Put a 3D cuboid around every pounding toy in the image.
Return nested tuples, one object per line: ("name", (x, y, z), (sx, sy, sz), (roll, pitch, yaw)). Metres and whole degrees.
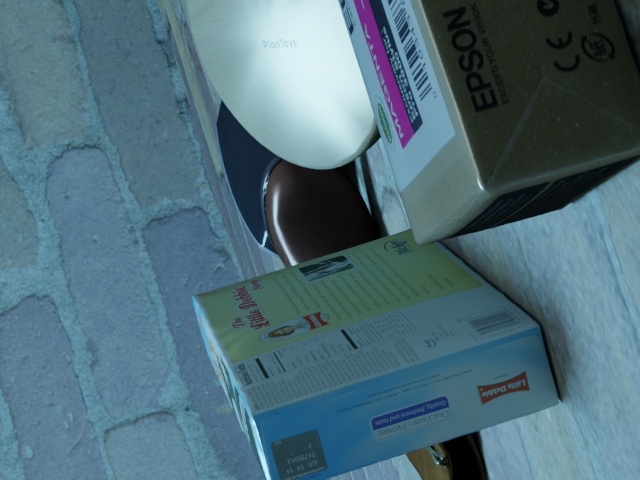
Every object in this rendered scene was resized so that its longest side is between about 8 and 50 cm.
("pounding toy", (0.030, -0.139, 1.165), (0.237, 0.110, 0.183), (33, 137, 32))

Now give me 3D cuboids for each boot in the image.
("boot", (0.040, 0.075, 1.510), (0.280, 0.096, 0.264), (-124, 19, -65))

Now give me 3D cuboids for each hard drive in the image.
("hard drive", (-0.048, -0.106, 1.731), (0.255, 0.054, 0.172), (-112, 30, -54))

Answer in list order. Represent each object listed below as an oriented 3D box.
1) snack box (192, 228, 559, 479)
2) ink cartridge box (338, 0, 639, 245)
("snack box", (0.024, 0.071, 1.237), (0.322, 0.187, 0.060), (-131, 25, -75))
("ink cartridge box", (0.063, -0.126, 0.861), (0.193, 0.088, 0.235), (125, 127, -80))
